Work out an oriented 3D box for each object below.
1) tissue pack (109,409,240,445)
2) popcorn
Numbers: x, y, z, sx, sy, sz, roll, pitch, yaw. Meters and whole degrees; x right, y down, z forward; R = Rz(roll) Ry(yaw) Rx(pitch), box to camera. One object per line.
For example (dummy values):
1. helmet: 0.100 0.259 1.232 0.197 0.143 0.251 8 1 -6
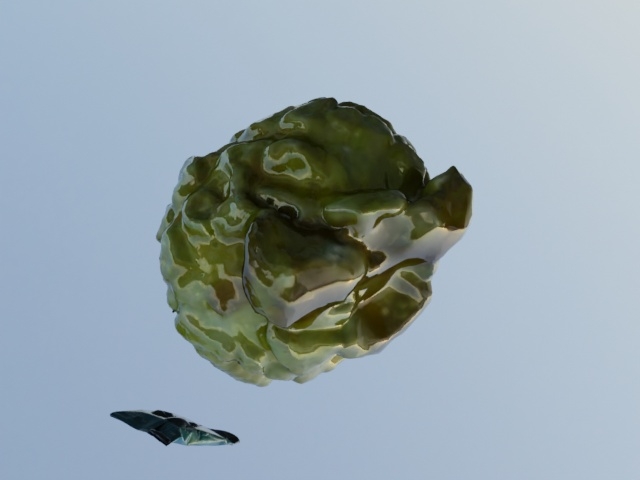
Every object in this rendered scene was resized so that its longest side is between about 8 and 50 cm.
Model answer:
1. tissue pack: -0.156 0.202 1.685 0.085 0.027 0.138 20 180 30
2. popcorn: 0.000 0.000 1.261 0.205 0.252 0.237 61 -139 -25
